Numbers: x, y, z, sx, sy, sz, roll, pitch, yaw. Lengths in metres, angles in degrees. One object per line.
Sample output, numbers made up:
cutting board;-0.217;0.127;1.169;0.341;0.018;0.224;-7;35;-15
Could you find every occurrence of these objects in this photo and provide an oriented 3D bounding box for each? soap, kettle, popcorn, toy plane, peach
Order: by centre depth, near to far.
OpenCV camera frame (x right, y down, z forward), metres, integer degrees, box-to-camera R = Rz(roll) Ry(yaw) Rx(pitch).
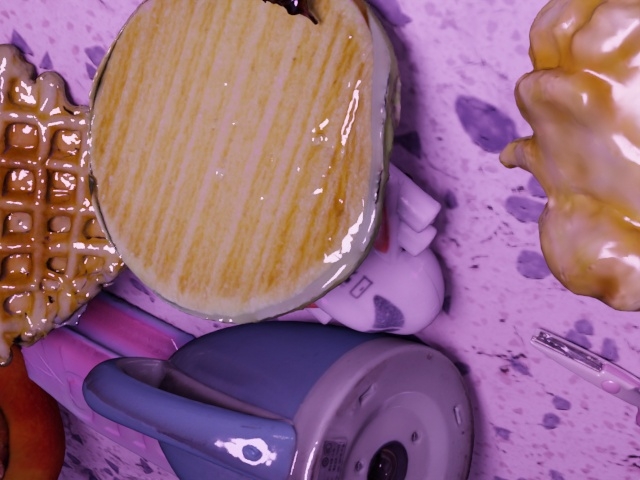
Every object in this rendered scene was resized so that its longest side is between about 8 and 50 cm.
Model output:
popcorn;0.237;-0.064;0.532;0.256;0.195;0.255;44;131;-10
toy plane;0.002;-0.003;0.816;0.252;0.118;0.252;20;140;17
kettle;-0.070;0.185;0.930;0.342;0.247;0.319;11;171;43
soap;-0.225;0.195;1.183;0.323;0.109;0.193;24;140;14
peach;-0.559;0.294;1.372;0.370;0.370;0.370;20;138;19

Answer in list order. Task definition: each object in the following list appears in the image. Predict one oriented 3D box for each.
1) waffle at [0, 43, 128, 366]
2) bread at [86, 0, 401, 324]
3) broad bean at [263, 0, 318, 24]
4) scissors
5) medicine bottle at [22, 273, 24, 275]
waffle;-0.344;-0.035;0.970;0.317;0.073;0.297;-40;100;6
bread;-0.071;-0.081;0.728;0.301;0.045;0.302;-1;87;26
broad bean;-0.117;-0.285;0.653;0.339;0.061;0.077;47;122;1
scissors;0.269;0.129;0.818;0.176;0.022;0.085;29;141;6
medicine bottle;-0.443;-0.043;1.079;0.258;0.143;0.143;26;140;0
